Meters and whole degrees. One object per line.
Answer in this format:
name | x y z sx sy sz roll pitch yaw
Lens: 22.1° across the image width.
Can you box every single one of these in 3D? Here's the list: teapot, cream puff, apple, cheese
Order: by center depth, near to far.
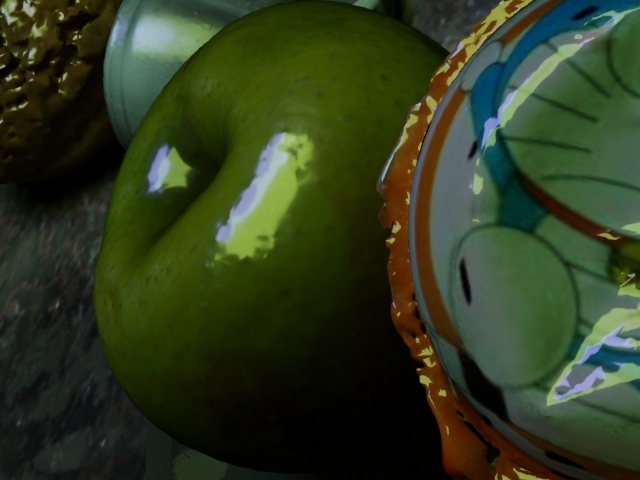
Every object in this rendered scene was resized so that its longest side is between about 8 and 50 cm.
cheese | 0.107 0.044 0.538 0.217 0.129 0.329 20 93 19
apple | 0.000 0.000 0.671 0.196 0.157 0.196 -31 44 35
teapot | -0.028 -0.086 0.832 0.108 0.149 0.111 12 109 32
cream puff | -0.171 -0.111 0.956 0.150 0.115 0.165 21 76 46

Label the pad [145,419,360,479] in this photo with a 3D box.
pad | -0.036 0.062 0.784 0.127 0.004 0.190 -27 46 28
